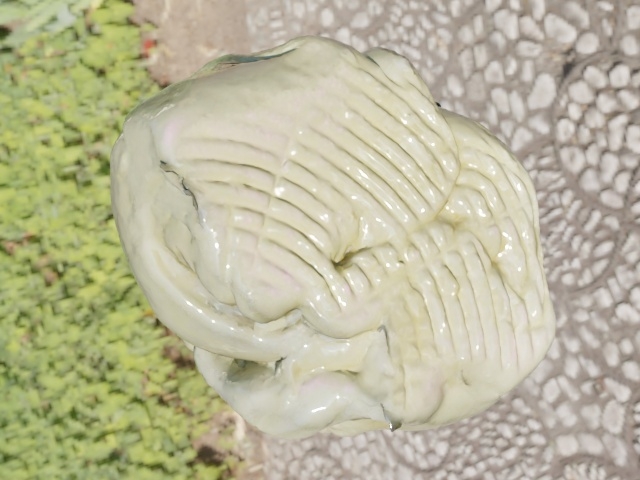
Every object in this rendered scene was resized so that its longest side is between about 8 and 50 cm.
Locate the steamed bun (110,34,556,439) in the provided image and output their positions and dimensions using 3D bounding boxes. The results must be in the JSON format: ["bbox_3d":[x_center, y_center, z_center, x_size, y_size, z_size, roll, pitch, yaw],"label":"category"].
[{"bbox_3d":[0.000,0.000,0.790,0.320,0.275,0.206,51,157,-14],"label":"steamed bun"}]
